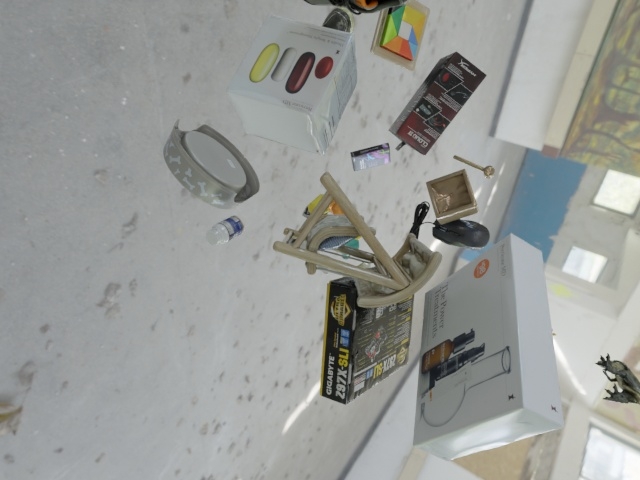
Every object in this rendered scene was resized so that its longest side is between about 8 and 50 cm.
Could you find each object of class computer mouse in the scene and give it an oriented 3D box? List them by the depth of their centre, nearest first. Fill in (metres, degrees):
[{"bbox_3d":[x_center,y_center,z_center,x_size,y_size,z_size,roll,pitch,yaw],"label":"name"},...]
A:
[{"bbox_3d":[0.415,-0.001,1.603,0.060,0.262,0.184,-48,160,-71],"label":"computer mouse"}]

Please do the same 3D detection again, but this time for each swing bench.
[{"bbox_3d":[0.066,0.006,0.925,0.165,0.254,0.253,-54,-176,7],"label":"swing bench"}]

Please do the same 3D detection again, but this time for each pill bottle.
[{"bbox_3d":[-0.298,-0.029,1.509,0.120,0.067,0.067,-35,141,-50],"label":"pill bottle"}]

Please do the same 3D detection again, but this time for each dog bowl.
[{"bbox_3d":[-0.366,-0.248,1.611,0.102,0.349,0.349,-41,164,21],"label":"dog bowl"}]

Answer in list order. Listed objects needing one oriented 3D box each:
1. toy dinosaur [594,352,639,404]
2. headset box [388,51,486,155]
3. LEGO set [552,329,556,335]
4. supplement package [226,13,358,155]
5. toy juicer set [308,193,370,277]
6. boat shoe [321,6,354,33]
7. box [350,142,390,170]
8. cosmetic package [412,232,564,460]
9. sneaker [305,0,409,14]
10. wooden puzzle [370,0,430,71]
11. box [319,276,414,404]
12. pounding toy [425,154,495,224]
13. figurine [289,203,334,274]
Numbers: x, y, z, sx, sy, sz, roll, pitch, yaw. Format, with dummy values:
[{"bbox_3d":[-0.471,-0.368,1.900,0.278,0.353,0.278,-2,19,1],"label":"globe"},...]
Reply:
[{"bbox_3d":[0.642,0.312,1.012,0.064,0.118,0.268,-55,-170,24],"label":"toy dinosaur"},{"bbox_3d":[0.315,-0.377,1.393,0.293,0.110,0.218,-54,-173,15],"label":"headset box"},{"bbox_3d":[0.646,0.249,1.490,0.287,0.132,0.107,48,39,-60],"label":"LEGO set"},{"bbox_3d":[-0.050,-0.319,0.994,0.149,0.194,0.203,69,42,-68],"label":"supplement package"},{"bbox_3d":[0.098,-0.010,1.615,0.089,0.209,0.329,-33,106,-30],"label":"toy juicer set"},{"bbox_3d":[0.024,-0.551,1.326,0.073,0.080,0.223,-55,-170,-17],"label":"boat shoe"},{"bbox_3d":[0.208,-0.344,2.000,0.116,0.162,0.029,66,12,-65],"label":"box"},{"bbox_3d":[0.317,0.209,0.962,0.284,0.097,0.377,-45,-159,45],"label":"cosmetic package"},{"bbox_3d":[0.056,-0.443,0.830,0.100,0.271,0.108,38,73,-46],"label":"sneaker"},{"bbox_3d":[0.283,-0.723,1.660,0.238,0.044,0.221,6,103,-41],"label":"wooden puzzle"},{"bbox_3d":[0.123,0.203,1.138,0.322,0.079,0.257,-8,105,-55],"label":"box"},{"bbox_3d":[0.446,-0.171,1.513,0.094,0.206,0.181,28,47,-64],"label":"pounding toy"},{"bbox_3d":[0.000,0.000,1.841,0.209,0.092,0.215,36,76,-26],"label":"figurine"}]
